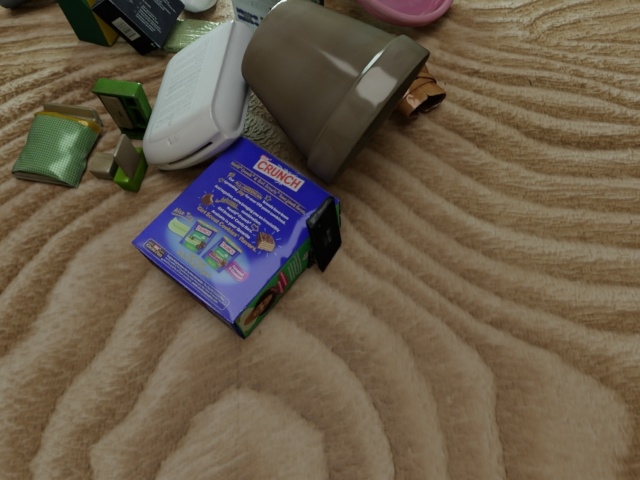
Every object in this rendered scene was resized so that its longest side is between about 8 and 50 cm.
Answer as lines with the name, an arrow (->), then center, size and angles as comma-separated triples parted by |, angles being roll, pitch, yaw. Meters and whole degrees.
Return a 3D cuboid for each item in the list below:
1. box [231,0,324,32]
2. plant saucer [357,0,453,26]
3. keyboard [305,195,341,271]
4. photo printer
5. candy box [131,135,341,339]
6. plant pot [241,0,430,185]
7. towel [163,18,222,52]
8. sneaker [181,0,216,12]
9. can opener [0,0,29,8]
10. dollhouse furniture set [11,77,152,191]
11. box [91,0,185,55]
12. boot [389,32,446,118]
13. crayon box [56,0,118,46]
box -> -0.102, -0.546, 1.061 | 0.232, 0.322, 0.058 | 27, 72, 12
plant saucer -> 0.199, -0.706, 1.217 | 0.332, 0.084, 0.332 | 4, 78, -19
keyboard -> 0.000, 0.000, 0.886 | 0.023, 0.180, 0.108 | 25, 67, 21
photo printer -> -0.264, -0.303, 1.011 | 0.256, 0.107, 0.308 | -13, 59, 35
candy box -> -0.156, -0.015, 0.927 | 0.268, 0.122, 0.317 | 35, 71, 17
plant pot -> 0.008, -0.319, 0.919 | 0.280, 0.323, 0.323 | 38, 70, -1
towel -> -0.336, -0.539, 1.221 | 0.148, 0.027, 0.110 | 4, 66, 2
sneaker -> -0.339, -0.761, 1.255 | 0.114, 0.152, 0.305 | 3, 67, -1
can opener -> -0.733, -0.691, 1.264 | 0.283, 0.095, 0.076 | -25, 28, 1
dollhouse furniture set -> -0.543, -0.237, 1.013 | 0.301, 0.151, 0.198 | 8, 66, 4
box -> -0.455, -0.588, 1.160 | 0.093, 0.156, 0.158 | 1, 62, 40
boot -> 0.141, -0.364, 1.108 | 0.283, 0.109, 0.220 | -28, 72, -20
crayon box -> -0.551, -0.745, 1.159 | 0.106, 0.313, 0.363 | 15, 66, 7
